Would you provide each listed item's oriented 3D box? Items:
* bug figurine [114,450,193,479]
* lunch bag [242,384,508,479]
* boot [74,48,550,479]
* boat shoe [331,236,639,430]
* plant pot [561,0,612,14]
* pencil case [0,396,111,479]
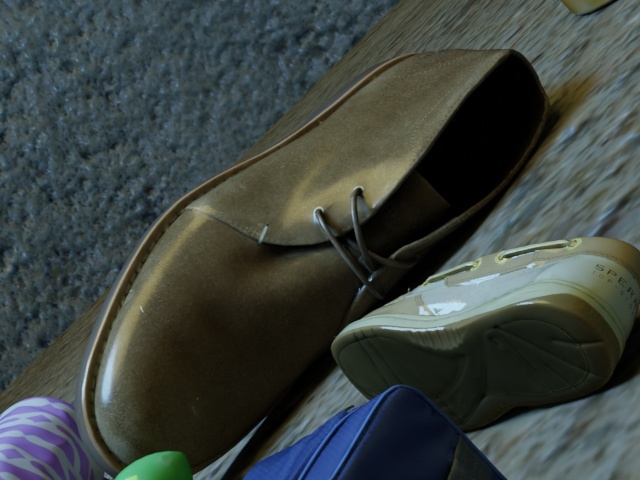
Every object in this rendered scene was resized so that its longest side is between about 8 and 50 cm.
[{"bbox_3d":[-0.141,0.183,0.574,0.216,0.072,0.279,-50,9,-30],"label":"bug figurine"},{"bbox_3d":[0.008,0.086,0.322,0.065,0.067,0.098,-39,12,40],"label":"lunch bag"},{"bbox_3d":[0.000,0.000,0.685,0.305,0.112,0.115,-47,19,-24],"label":"boot"},{"bbox_3d":[0.055,0.030,0.448,0.045,0.050,0.135,-47,18,-31],"label":"boat shoe"},{"bbox_3d":[0.173,-0.280,0.852,0.205,0.188,0.205,-44,9,9],"label":"plant pot"},{"bbox_3d":[-0.186,0.169,0.807,0.086,0.088,0.206,-40,9,16],"label":"pencil case"}]
